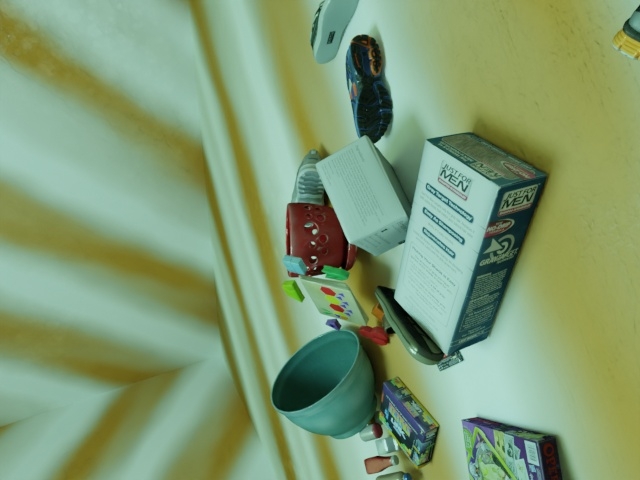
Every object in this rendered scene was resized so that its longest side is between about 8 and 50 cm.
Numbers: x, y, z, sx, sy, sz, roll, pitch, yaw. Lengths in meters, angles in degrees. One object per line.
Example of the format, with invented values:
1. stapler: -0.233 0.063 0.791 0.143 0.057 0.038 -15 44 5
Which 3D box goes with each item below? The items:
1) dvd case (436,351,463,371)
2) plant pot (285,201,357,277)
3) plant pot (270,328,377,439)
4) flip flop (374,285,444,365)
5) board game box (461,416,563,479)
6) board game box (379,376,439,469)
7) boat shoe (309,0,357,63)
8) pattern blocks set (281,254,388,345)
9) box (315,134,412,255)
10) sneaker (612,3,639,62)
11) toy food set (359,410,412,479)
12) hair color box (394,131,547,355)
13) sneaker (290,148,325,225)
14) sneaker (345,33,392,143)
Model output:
1. dvd case: 0.253 0.213 1.036 0.119 0.013 0.087 65 154 20
2. plant pot: 0.000 0.000 1.230 0.191 0.174 0.191 -179 90 -83
3. plant pot: 0.036 0.421 1.349 0.196 0.293 0.293 54 162 -19
4. flip flop: 0.171 0.173 0.990 0.277 0.112 0.080 -110 38 -64
5. board game box: 0.353 0.511 0.860 0.208 0.056 0.346 158 108 -63
6. board game box: 0.215 0.453 1.207 0.170 0.048 0.141 45 143 49
7. boat shoe: 0.017 -0.496 1.081 0.070 0.078 0.219 67 156 16
8. pattern blocks set: 0.037 0.145 1.171 0.286 0.026 0.324 16 150 21
9. box: 0.102 -0.082 0.968 0.181 0.119 0.181 24 -139 -65
10. sneaker: 0.381 -0.186 0.453 0.215 0.084 0.083 55 144 40
11. toy food set: 0.186 0.567 1.281 0.104 0.111 0.232 -31 60 33
12. hair color box: 0.240 0.010 0.838 0.174 0.105 0.347 49 145 45
13. sneaker: -0.027 -0.142 1.391 0.281 0.105 0.115 112 168 -56
14. sneaker: 0.097 -0.314 1.027 0.087 0.083 0.221 -152 56 -76
